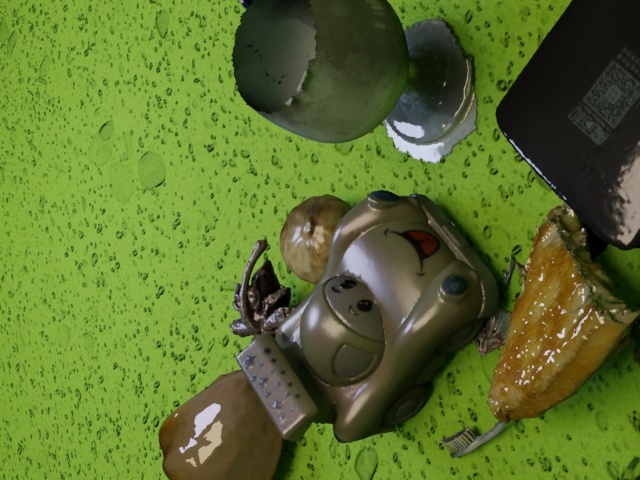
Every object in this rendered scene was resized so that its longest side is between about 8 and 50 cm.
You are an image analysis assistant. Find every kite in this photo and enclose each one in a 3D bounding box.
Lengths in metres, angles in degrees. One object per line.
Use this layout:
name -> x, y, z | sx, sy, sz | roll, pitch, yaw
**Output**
kite -> 0.246, 0.093, 1.473 | 0.139, 0.011, 0.157 | 30, 110, 41

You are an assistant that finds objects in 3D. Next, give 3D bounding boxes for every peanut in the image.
peanut -> 0.000, 0.000, 1.670 | 0.159, 0.109, 0.141 | -15, 66, 62

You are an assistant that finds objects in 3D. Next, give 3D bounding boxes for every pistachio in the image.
pistachio -> -0.152, 0.343, 1.784 | 0.260, 0.163, 0.213 | -44, 78, 21

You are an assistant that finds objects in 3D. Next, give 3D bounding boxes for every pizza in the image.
pizza -> 0.308, 0.066, 1.301 | 0.280, 0.075, 0.288 | 128, 159, -57

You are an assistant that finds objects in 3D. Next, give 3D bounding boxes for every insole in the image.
insole -> 0.367, -0.023, 1.354 | 0.045, 0.002, 0.135 | 50, 122, 36

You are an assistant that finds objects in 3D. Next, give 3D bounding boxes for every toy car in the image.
toy car -> 0.059, 0.113, 1.509 | 0.242, 0.226, 0.336 | 55, 128, 34

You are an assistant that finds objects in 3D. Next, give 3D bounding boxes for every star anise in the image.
star anise -> -0.088, 0.124, 1.748 | 0.209, 0.089, 0.231 | -30, 88, 43

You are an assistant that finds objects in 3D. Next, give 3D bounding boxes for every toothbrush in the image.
toothbrush -> 0.278, 0.210, 1.379 | 0.037, 0.028, 0.375 | 46, 135, 0

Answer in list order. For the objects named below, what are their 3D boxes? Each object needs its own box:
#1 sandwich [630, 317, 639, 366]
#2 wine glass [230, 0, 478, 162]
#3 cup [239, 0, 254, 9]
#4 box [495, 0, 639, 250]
sandwich -> 0.463, 0.114, 1.165 | 0.212, 0.245, 0.063 | -1, 81, 12
wine glass -> 0.048, -0.240, 1.477 | 0.238, 0.322, 0.238 | -3, 86, 49
cup -> -0.102, -0.461, 1.805 | 0.155, 0.131, 0.177 | 51, 153, 31
box -> 0.379, -0.173, 1.297 | 0.289, 0.073, 0.290 | -57, 51, 26
